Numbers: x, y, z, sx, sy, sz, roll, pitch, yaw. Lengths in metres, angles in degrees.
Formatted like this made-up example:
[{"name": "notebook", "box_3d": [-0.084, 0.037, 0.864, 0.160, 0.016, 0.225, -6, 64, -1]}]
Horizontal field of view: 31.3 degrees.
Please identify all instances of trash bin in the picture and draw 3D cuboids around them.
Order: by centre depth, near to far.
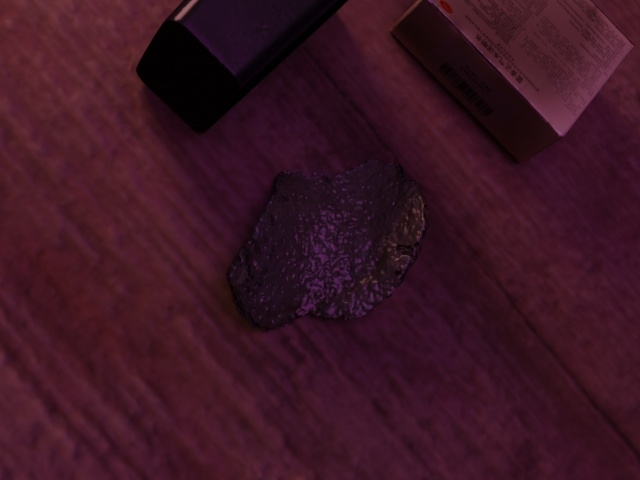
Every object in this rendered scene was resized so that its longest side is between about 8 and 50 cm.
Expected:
[{"name": "trash bin", "box_3d": [-0.057, -0.225, 1.103, 0.115, 0.165, 0.225, 43, 66, -8]}]

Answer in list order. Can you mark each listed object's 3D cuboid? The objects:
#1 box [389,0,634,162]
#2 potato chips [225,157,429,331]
[{"name": "box", "box_3d": [0.210, -0.220, 1.254, 0.212, 0.095, 0.168, 45, 62, -6]}, {"name": "potato chips", "box_3d": [0.002, -0.001, 1.126, 0.228, 0.059, 0.167, -13, 75, -21]}]
